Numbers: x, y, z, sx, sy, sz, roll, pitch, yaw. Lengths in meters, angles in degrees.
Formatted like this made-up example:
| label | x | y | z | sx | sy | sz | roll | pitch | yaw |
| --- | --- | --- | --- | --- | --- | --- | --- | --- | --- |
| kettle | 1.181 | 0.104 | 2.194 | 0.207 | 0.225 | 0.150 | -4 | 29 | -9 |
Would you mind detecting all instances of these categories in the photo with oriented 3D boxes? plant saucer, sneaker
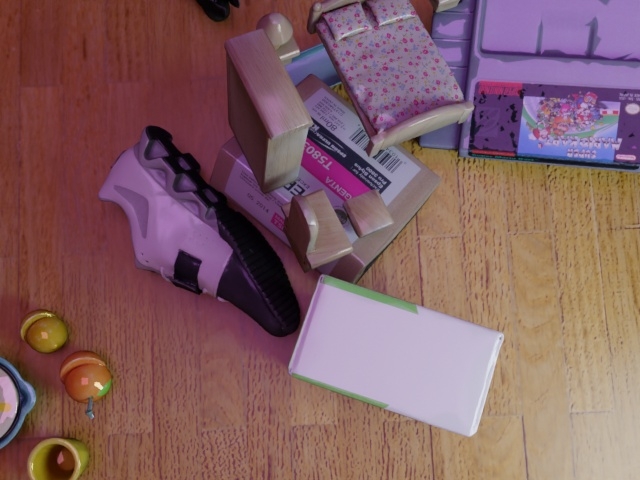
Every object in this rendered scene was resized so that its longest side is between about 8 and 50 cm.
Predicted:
| label | x | y | z | sx | sy | sz | roll | pitch | yaw |
| --- | --- | --- | --- | --- | --- | --- | --- | --- | --- |
| plant saucer | -0.028 | -0.235 | 1.008 | 0.192 | 0.018 | 0.067 | -23 | 83 | -1 |
| sneaker | -0.165 | 0.017 | 0.940 | 0.146 | 0.122 | 0.330 | -42 | 84 | 14 |
| sneaker | -0.173 | -0.374 | 0.993 | 0.051 | 0.089 | 0.170 | -39 | 84 | -4 |

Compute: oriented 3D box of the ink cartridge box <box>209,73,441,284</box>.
| label | x | y | z | sx | sy | sz | roll | pitch | yaw |
| --- | --- | --- | --- | --- | --- | --- | --- | --- | --- |
| ink cartridge box | 0.009 | -0.078 | 0.916 | 0.235 | 0.088 | 0.193 | 40 | 57 | 5 |

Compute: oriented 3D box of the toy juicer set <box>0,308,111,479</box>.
| label | x | y | z | sx | sy | sz | roll | pitch | yaw |
| --- | --- | --- | --- | --- | --- | --- | --- | --- | --- |
| toy juicer set | -0.437 | 0.179 | 0.925 | 0.329 | 0.089 | 0.209 | 20 | 83 | 4 |

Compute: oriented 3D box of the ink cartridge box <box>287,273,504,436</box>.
| label | x | y | z | sx | sy | sz | roll | pitch | yaw |
| --- | --- | --- | --- | --- | --- | --- | --- | --- | --- |
| ink cartridge box | 0.076 | 0.136 | 0.830 | 0.199 | 0.273 | 0.114 | 18 | 81 | 3 |

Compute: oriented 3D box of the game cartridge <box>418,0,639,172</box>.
| label | x | y | z | sx | sy | sz | roll | pitch | yaw |
| --- | --- | --- | --- | --- | --- | --- | --- | --- | --- |
| game cartridge | 0.318 | -0.215 | 0.930 | 0.355 | 0.068 | 0.230 | 6 | 88 | 14 |

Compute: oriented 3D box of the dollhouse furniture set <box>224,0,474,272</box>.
| label | x | y | z | sx | sy | sz | roll | pitch | yaw |
| --- | --- | --- | --- | --- | --- | --- | --- | --- | --- |
| dollhouse furniture set | 0.085 | -0.176 | 0.794 | 0.356 | 0.174 | 0.303 | -23 | 78 | -12 |
